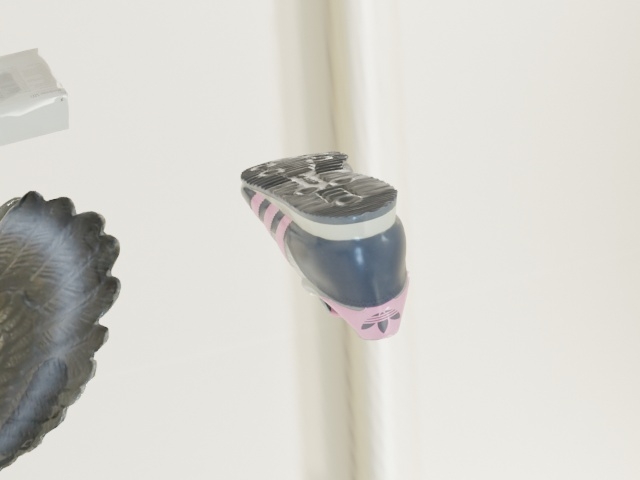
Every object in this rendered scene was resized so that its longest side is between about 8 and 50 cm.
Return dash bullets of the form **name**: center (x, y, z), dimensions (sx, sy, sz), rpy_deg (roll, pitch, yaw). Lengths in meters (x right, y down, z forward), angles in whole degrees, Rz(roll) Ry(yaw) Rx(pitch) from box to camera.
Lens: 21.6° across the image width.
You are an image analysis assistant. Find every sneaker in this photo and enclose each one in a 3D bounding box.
- **sneaker**: center (0.000, 0.000, 1.508), dimensions (0.319, 0.112, 0.131), rpy_deg (-130, -152, -73)

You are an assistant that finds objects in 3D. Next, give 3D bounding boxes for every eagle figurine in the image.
- **eagle figurine**: center (-0.266, 0.080, 0.974), dimensions (0.225, 0.298, 0.226), rpy_deg (102, -32, -49)

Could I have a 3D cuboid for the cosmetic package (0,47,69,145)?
- **cosmetic package**: center (-0.417, -0.145, 1.915), dimensions (0.099, 0.239, 0.060), rpy_deg (53, -31, 40)
